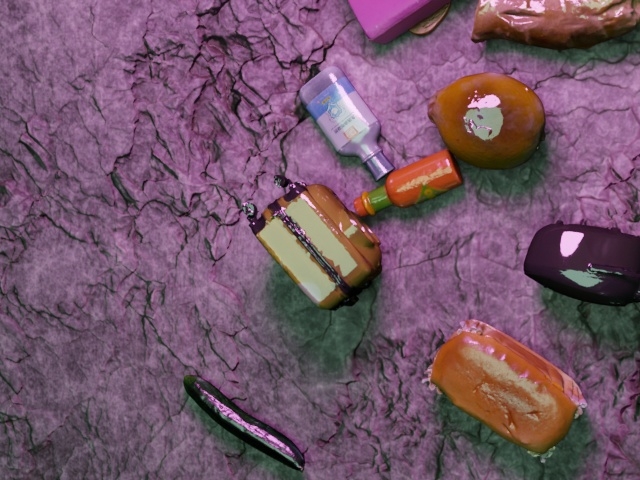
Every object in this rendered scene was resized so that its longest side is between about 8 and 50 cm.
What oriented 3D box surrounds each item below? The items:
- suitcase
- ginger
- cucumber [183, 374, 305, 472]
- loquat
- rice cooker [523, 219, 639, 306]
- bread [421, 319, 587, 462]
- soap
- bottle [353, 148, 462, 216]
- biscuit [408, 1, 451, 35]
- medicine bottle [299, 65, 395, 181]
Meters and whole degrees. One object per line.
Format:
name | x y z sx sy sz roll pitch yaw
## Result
suitcase | 0.000 0.000 1.562 0.143 0.194 0.235 -42 82 6
ginger | 0.368 -0.353 1.459 0.263 0.116 0.109 2 85 22
cucumber | -0.141 0.334 1.709 0.284 0.056 0.056 33 103 15
loquat | 0.264 -0.192 1.491 0.195 0.152 0.152 19 100 7
rice cooker | 0.422 0.037 1.462 0.203 0.142 0.118 10 86 13
bread | 0.302 0.240 1.533 0.241 0.107 0.136 34 106 13
soap | 0.156 -0.461 1.508 0.259 0.081 0.181 -28 82 29
bottle | 0.144 -0.089 1.576 0.187 0.069 0.069 -23 87 20
biscuit | 0.173 -0.391 1.569 0.091 0.015 0.078 -46 79 15
medicine bottle | 0.051 -0.195 1.602 0.090 0.054 0.208 -37 83 15
